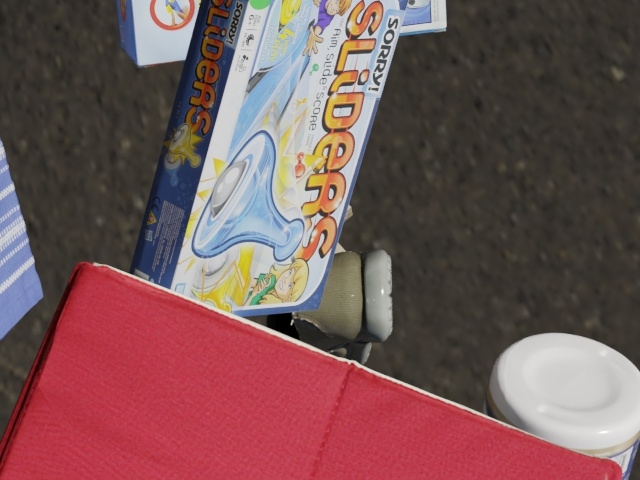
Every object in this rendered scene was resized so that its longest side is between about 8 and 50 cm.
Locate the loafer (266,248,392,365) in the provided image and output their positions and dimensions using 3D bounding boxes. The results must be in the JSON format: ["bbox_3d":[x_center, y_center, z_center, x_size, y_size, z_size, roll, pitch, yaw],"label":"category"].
[{"bbox_3d":[0.000,0.049,1.574,0.087,0.094,0.251,1,169,-7],"label":"loafer"}]

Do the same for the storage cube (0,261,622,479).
[{"bbox_3d":[-0.032,0.139,0.657,0.184,0.193,0.215,21,166,-3],"label":"storage cube"}]

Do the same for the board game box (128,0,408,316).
[{"bbox_3d":[-0.028,-0.055,1.096,0.136,0.035,0.201,-4,115,-51],"label":"board game box"}]

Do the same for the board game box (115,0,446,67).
[{"bbox_3d":[-0.043,-0.332,1.823,0.302,0.086,0.308,-8,109,-15],"label":"board game box"}]

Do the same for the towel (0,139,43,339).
[{"bbox_3d":[-0.331,-0.060,1.722,0.040,0.243,0.336,-10,106,13],"label":"towel"}]

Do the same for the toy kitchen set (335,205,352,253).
[{"bbox_3d":[0.000,0.000,1.893,0.083,0.068,0.075,-41,175,-1],"label":"toy kitchen set"}]

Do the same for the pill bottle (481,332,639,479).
[{"bbox_3d":[0.135,0.147,1.198,0.094,0.094,0.169,-3,128,-16],"label":"pill bottle"}]
